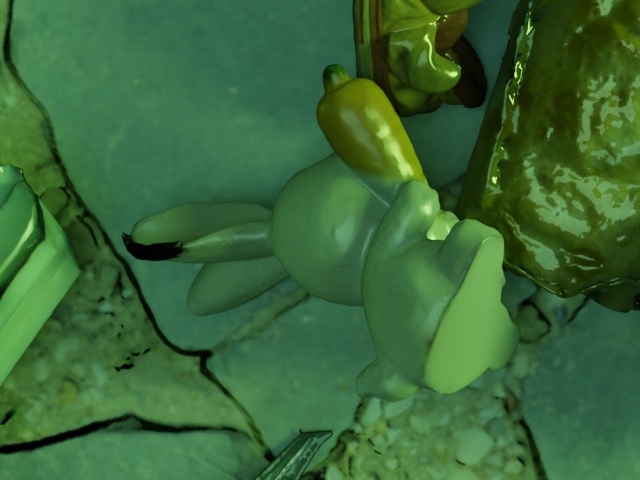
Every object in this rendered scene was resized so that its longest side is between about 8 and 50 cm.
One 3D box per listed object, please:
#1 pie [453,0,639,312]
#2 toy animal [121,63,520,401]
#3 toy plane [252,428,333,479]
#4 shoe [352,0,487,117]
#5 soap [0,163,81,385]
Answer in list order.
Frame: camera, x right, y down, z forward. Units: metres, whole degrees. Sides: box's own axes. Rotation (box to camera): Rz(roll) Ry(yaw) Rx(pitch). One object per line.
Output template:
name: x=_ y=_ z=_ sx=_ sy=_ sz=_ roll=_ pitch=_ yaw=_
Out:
pie: x=0.157 y=-0.105 z=0.548 sx=0.128 sy=0.068 sz=0.282 roll=25 pitch=102 yaw=13
toy animal: x=0.000 y=0.000 z=0.582 sx=0.127 sy=0.131 sz=0.181 roll=-46 pitch=53 yaw=-14
toy plane: x=-0.052 y=0.208 z=0.660 sx=0.226 sy=0.058 sz=0.226 roll=10 pitch=86 yaw=13
shoe: x=0.049 y=-0.106 z=0.573 sx=0.069 sy=0.072 sz=0.109 roll=2 pitch=119 yaw=1
soap: x=-0.250 y=0.063 z=0.612 sx=0.150 sy=0.094 sz=0.261 roll=29 pitch=73 yaw=12
